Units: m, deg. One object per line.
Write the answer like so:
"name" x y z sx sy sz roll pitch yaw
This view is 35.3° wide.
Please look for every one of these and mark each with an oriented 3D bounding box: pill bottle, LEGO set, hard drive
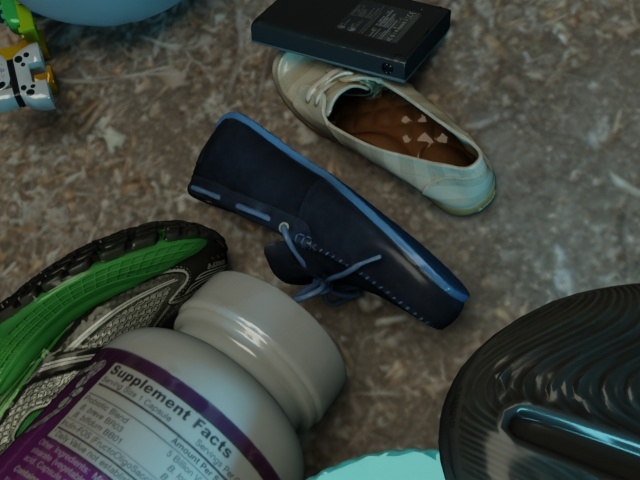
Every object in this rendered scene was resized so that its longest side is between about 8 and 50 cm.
"pill bottle" -0.116 0.164 0.648 0.169 0.169 0.301 28 58 22
"LEGO set" -0.297 -0.187 0.891 0.093 0.087 0.227 -16 68 -7
"hard drive" 0.025 -0.173 0.811 0.135 0.022 0.094 19 45 20

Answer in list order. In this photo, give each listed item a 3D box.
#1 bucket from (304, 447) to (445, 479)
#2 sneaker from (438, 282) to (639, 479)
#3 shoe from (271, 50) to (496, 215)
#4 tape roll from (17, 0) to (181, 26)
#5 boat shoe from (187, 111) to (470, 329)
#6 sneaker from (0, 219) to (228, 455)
"bucket" 0.071 0.254 0.591 0.281 0.183 0.281 -5 70 15
"sneaker" 0.230 0.158 0.511 0.447 0.257 0.169 16 70 -14
"shoe" 0.045 -0.100 0.784 0.219 0.058 0.076 36 84 23
"tape roll" -0.192 -0.293 0.864 0.219 0.072 0.219 4 65 -8
"boat shoe" 0.000 0.000 0.755 0.258 0.109 0.089 38 92 39
"sneaker" -0.204 0.110 0.767 0.343 0.134 0.146 -40 102 -7
